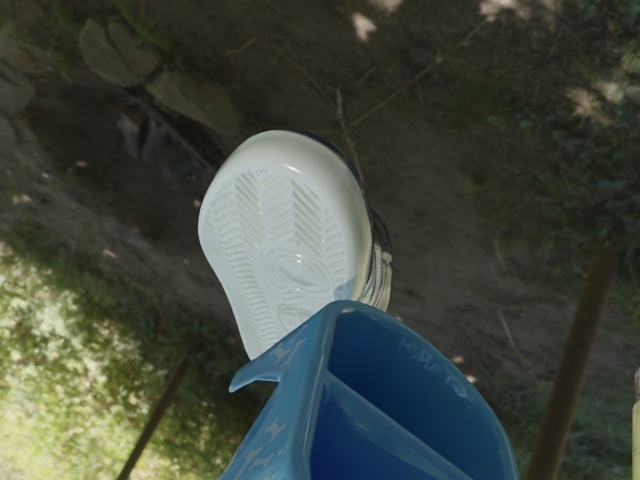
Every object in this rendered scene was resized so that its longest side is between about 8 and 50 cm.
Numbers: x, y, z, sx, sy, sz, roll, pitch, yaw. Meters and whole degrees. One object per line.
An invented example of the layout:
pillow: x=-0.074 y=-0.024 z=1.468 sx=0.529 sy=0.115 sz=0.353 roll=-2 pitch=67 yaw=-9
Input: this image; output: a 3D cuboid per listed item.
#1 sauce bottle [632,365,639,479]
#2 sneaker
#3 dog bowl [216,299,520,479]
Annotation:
sauce bottle: x=0.263 y=0.246 z=0.529 sx=0.112 sy=0.344 sz=0.111 roll=11 pitch=153 yaw=6
sneaker: x=0.000 y=0.000 z=0.644 sx=0.131 sy=0.148 sz=0.350 roll=27 pitch=153 yaw=12
dog bowl: x=0.029 y=0.124 z=0.389 sx=0.166 sy=0.074 sz=0.297 roll=38 pitch=-162 yaw=-6
